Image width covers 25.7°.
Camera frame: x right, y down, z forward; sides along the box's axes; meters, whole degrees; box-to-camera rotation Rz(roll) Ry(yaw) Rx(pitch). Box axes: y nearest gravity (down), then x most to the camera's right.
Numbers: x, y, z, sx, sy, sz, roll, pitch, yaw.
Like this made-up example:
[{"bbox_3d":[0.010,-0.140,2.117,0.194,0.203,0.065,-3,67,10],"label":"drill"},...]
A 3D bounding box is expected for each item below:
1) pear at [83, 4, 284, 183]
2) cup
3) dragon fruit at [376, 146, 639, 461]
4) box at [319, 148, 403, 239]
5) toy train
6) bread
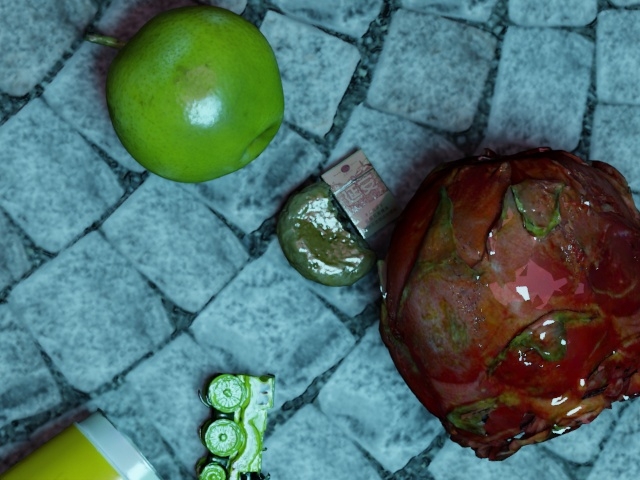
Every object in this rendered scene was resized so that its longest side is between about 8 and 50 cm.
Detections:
[{"bbox_3d":[-0.142,-0.160,1.409,0.216,0.166,0.180,39,98,17],"label":"pear"},{"bbox_3d":[-0.280,0.303,1.369,0.280,0.196,0.196,-41,94,-13],"label":"cup"},{"bbox_3d":[0.200,0.057,1.370,0.296,0.295,0.301,-8,94,-7],"label":"dragon fruit"},{"bbox_3d":[0.043,-0.049,1.487,0.053,0.024,0.083,-35,95,-6],"label":"box"},{"bbox_3d":[-0.096,0.259,1.451,0.085,0.053,0.249,7,89,-12],"label":"toy train"},{"bbox_3d":[0.000,0.000,1.463,0.082,0.060,0.113,-32,91,-7],"label":"bread"}]
